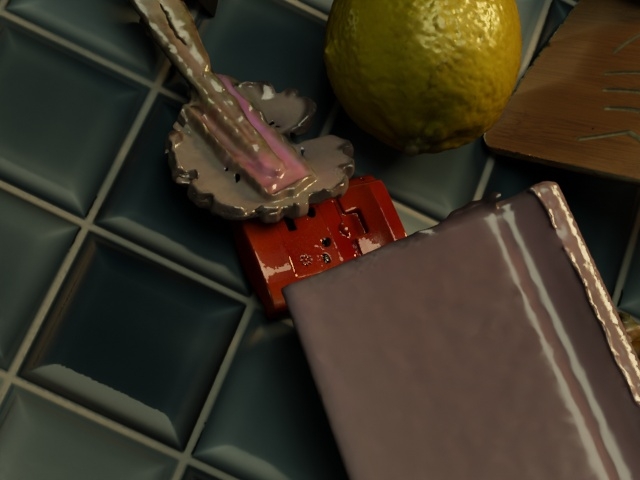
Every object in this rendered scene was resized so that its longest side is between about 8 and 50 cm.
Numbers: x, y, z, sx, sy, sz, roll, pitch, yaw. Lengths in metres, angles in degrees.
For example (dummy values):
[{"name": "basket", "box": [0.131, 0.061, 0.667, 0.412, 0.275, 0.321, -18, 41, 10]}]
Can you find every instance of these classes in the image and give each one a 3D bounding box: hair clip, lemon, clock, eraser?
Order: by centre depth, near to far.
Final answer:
[{"name": "eraser", "box": [0.152, 0.163, 1.461, 0.272, 0.122, 0.359, -24, 71, 5]}, {"name": "clock", "box": [0.000, 0.000, 1.579, 0.155, 0.061, 0.113, -15, 68, -23]}, {"name": "hair clip", "box": [-0.097, -0.135, 1.596, 0.173, 0.069, 0.300, -27, 72, -27]}, {"name": "lemon", "box": [0.098, -0.187, 1.626, 0.192, 0.192, 0.231, 14, 63, -12]}]

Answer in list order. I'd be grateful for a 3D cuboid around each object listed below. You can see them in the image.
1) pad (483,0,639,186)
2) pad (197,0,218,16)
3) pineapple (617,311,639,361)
[{"name": "pad", "box": [0.346, -0.159, 1.707, 0.287, 0.018, 0.284, 16, 53, 31]}, {"name": "pad", "box": [-0.132, -0.397, 1.677, 0.005, 0.202, 0.299, -7, 59, 26]}, {"name": "pineapple", "box": [0.263, 0.175, 1.542, 0.164, 0.140, 0.249, -16, 74, -24]}]
